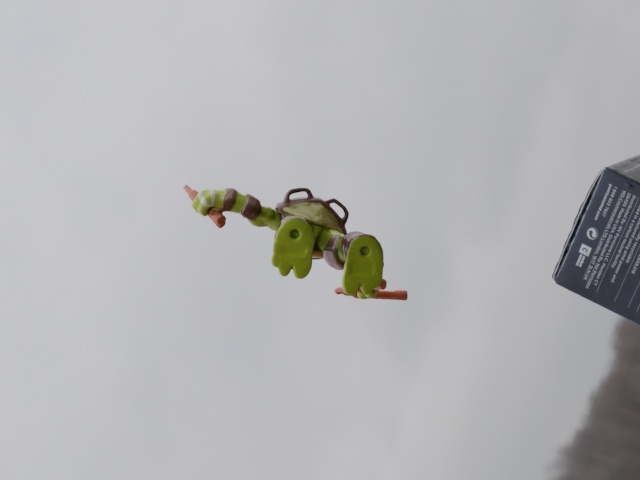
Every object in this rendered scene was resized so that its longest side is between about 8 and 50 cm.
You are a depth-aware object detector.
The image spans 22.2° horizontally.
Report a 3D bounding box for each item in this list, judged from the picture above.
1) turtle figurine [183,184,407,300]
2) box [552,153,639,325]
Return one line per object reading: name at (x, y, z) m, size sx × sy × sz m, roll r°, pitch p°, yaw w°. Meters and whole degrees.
turtle figurine at (0.000, 0.000, 1.623) m, size 0.087 × 0.269 × 0.217 m, roll -61°, pitch 15°, yaw 1°
box at (0.320, 0.021, 1.339) m, size 0.153 × 0.207 × 0.108 m, roll -17°, pitch -49°, yaw -64°
